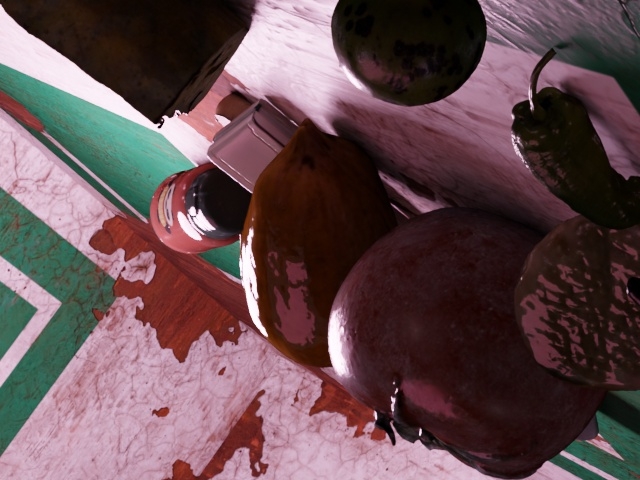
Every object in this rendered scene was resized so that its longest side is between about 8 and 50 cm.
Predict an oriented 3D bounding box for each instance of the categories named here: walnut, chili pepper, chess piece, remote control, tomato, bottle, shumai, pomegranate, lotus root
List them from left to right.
[{"bbox_3d":[-0.214,-0.259,1.647,0.260,0.149,0.267,40,-172,-2],"label":"lotus root"},{"bbox_3d":[-0.177,-0.057,2.493,0.144,0.144,0.336,37,167,-11],"label":"bottle"},{"bbox_3d":[-0.099,-0.156,2.036,0.084,0.038,0.083,32,171,6],"label":"chess piece"},{"bbox_3d":[-0.008,-0.065,2.004,0.277,0.055,0.103,38,135,-20],"label":"remote control"},{"bbox_3d":[0.000,0.000,1.879,0.209,0.209,0.336,28,136,38],"label":"walnut"},{"bbox_3d":[0.068,-0.176,1.190,0.122,0.122,0.161,30,140,29],"label":"pomegranate"},{"bbox_3d":[0.163,0.115,1.716,0.317,0.282,0.316,28,169,6],"label":"tomato"},{"bbox_3d":[0.203,-0.080,1.300,0.204,0.073,0.072,44,-179,-35],"label":"chili pepper"},{"bbox_3d":[0.291,0.047,1.490,0.201,0.201,0.120,36,-149,-1],"label":"shumai"}]

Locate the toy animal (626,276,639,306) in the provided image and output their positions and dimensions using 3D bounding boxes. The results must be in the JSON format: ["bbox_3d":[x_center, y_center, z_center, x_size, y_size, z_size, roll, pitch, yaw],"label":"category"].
[{"bbox_3d":[0.351,0.009,1.257,0.210,0.121,0.117,-28,73,61],"label":"toy animal"}]

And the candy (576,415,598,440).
[{"bbox_3d":[0.348,0.238,2.296,0.138,0.071,0.174,31,170,21],"label":"candy"}]
